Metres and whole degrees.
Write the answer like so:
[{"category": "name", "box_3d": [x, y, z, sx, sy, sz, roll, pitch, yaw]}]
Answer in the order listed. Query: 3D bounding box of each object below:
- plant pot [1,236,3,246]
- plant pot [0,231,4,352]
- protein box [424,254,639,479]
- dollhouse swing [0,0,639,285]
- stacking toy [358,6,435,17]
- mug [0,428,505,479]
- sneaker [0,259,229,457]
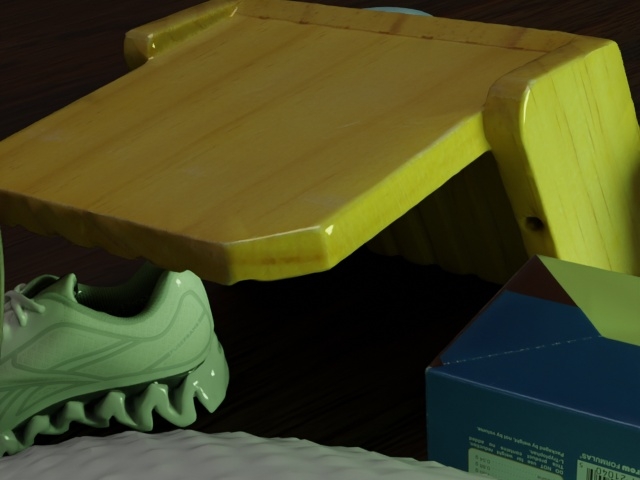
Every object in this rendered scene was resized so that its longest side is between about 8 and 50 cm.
[{"category": "plant pot", "box_3d": [-0.443, -0.103, 1.201, 0.334, 0.305, 0.334, -3, 28, 1]}, {"category": "plant pot", "box_3d": [-0.312, 0.075, 0.841, 0.191, 0.284, 0.284, 8, 30, 6]}, {"category": "protein box", "box_3d": [0.172, 0.142, 0.782, 0.200, 0.201, 0.136, 14, 33, 29]}, {"category": "dollhouse swing", "box_3d": [0.000, 0.000, 1.033, 0.347, 0.315, 0.305, 13, 51, 38]}, {"category": "stacking toy", "box_3d": [0.049, -0.135, 1.387, 0.280, 0.130, 0.309, 20, 37, 37]}, {"category": "mug", "box_3d": [-0.020, 0.217, 0.642, 0.328, 0.276, 0.374, 5, -3, 40]}, {"category": "sneaker", "box_3d": [-0.209, 0.084, 1.027, 0.292, 0.118, 0.110, -15, 32, -18]}]
